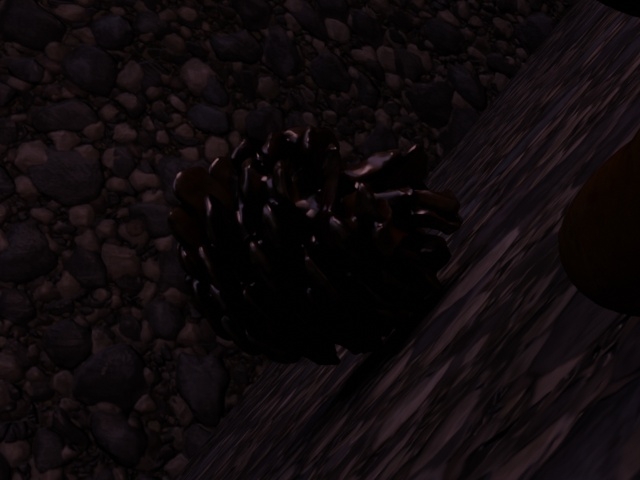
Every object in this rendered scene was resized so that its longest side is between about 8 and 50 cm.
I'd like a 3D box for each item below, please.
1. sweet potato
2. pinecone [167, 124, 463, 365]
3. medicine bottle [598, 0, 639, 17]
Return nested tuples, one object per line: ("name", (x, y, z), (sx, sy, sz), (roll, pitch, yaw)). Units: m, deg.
("sweet potato", (0.105, -0.016, 0.347), (0.056, 0.056, 0.195), (-48, 4, -17))
("pinecone", (-0.005, 0.001, 1.062), (0.184, 0.179, 0.204), (-7, -12, -38))
("medicine bottle", (0.238, -0.300, 0.675), (0.395, 0.242, 0.242), (-38, 6, 32))
